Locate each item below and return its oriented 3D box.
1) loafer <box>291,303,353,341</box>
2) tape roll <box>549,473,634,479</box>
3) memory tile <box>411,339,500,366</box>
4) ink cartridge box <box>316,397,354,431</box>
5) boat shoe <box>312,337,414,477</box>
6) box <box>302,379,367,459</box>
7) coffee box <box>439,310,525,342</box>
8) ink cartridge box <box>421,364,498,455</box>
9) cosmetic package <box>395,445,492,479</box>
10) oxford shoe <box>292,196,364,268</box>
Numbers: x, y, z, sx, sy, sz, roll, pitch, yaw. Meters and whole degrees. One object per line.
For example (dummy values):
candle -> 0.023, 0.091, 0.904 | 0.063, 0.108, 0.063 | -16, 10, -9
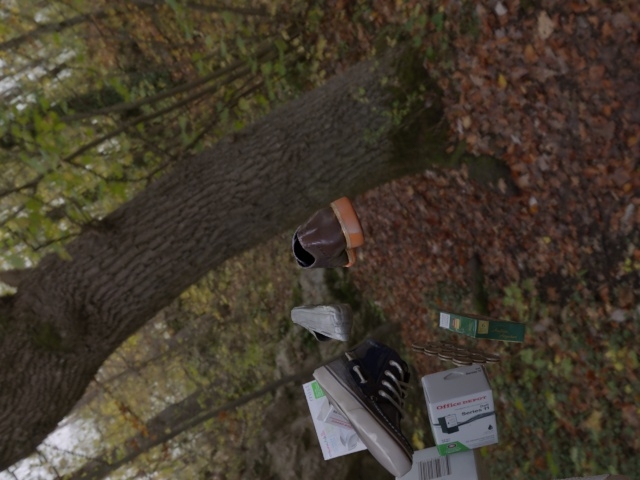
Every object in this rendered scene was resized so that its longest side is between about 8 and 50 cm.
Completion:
loafer -> -0.003, 0.244, 1.986 | 0.319, 0.112, 0.111 | 168, 98, -67
tape roll -> 0.503, 0.566, 1.239 | 0.169, 0.246, 0.246 | -31, 93, 47
memory tile -> 0.259, 0.217, 1.298 | 0.148, 0.113, 0.012 | 12, 99, 54
ink cartridge box -> 0.072, 0.397, 1.628 | 0.104, 0.180, 0.060 | 22, -160, -15
boat shoe -> 0.114, 0.284, 1.235 | 0.127, 0.158, 0.340 | 61, 168, -25
box -> 0.092, 0.561, 2.221 | 0.127, 0.231, 0.261 | -1, -112, -49
coffee box -> 0.335, 0.180, 1.415 | 0.184, 0.113, 0.040 | 177, 100, -76
ink cartridge box -> 0.334, 0.404, 1.602 | 0.086, 0.153, 0.208 | -100, -6, -54
cosmetic package -> 0.357, 0.707, 1.710 | 0.156, 0.217, 0.384 | -81, -31, -60
oxford shoe -> 0.000, 0.000, 1.411 | 0.363, 0.133, 0.129 | 96, 151, -77
